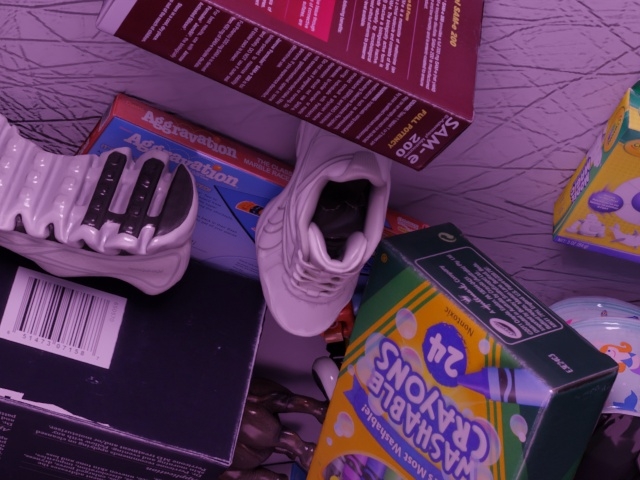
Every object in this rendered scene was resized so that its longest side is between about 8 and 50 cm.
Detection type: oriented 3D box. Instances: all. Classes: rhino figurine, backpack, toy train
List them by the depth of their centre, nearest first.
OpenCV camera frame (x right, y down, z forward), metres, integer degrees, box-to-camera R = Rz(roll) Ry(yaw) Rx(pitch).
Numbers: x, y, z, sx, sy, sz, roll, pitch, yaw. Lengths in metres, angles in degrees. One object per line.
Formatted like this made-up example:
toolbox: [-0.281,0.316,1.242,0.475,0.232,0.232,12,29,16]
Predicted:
backpack: [0.246,0.160,1.399,0.225,0.191,0.253,22,148,-15]
toy train: [0.067,0.077,1.415,0.166,0.046,0.125,-7,152,1]
rhino figurine: [-0.076,0.208,1.641,0.106,0.073,0.243,23,145,-9]

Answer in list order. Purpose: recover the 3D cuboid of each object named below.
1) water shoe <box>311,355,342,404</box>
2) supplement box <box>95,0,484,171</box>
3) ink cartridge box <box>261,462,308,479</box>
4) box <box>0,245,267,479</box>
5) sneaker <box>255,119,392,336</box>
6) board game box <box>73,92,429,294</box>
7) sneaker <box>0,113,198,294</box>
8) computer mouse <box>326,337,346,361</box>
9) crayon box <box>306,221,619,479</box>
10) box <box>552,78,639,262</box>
water shoe: [0.067,0.156,1.498,0.080,0.073,0.203,-38,127,2]
supplement box: [-0.013,-0.154,1.069,0.239,0.130,0.073,23,143,-18]
ink cartridge box: [-0.038,0.314,1.765,0.090,0.092,0.143,-12,141,26]
box: [-0.259,0.129,1.460,0.343,0.179,0.312,18,148,-10]
sneaker: [0.000,0.000,1.256,0.090,0.115,0.232,7,130,-7]
board game box: [-0.067,-0.022,1.356,0.281,0.027,0.145,23,144,-19]
sneaker: [-0.235,-0.028,1.290,0.292,0.110,0.118,18,149,10]
computer mouse: [0.057,0.152,1.563,0.106,0.042,0.193,2,139,1]
crayon box: [0.097,0.177,1.334,0.083,0.203,0.323,-14,132,-37]
box: [0.254,-0.049,1.235,0.105,0.043,0.179,13,143,-7]
